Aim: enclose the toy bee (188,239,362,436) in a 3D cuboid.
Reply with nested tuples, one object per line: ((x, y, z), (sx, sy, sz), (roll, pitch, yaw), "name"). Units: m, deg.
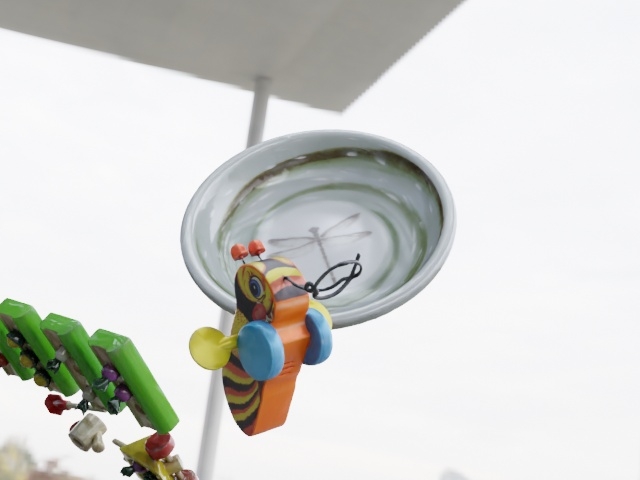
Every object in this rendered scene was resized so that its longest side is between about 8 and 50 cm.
((-0.053, 0.084, 1.422), (0.195, 0.162, 0.298), (10, -55, -52), "toy bee")

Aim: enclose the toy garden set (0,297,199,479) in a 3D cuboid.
((-0.232, 0.152, 1.121), (0.244, 0.049, 0.203), (11, -42, 39), "toy garden set")

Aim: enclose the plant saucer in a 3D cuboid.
((0.000, 0.000, 1.737), (0.401, 0.400, 0.100), (4, -44, 12), "plant saucer")
